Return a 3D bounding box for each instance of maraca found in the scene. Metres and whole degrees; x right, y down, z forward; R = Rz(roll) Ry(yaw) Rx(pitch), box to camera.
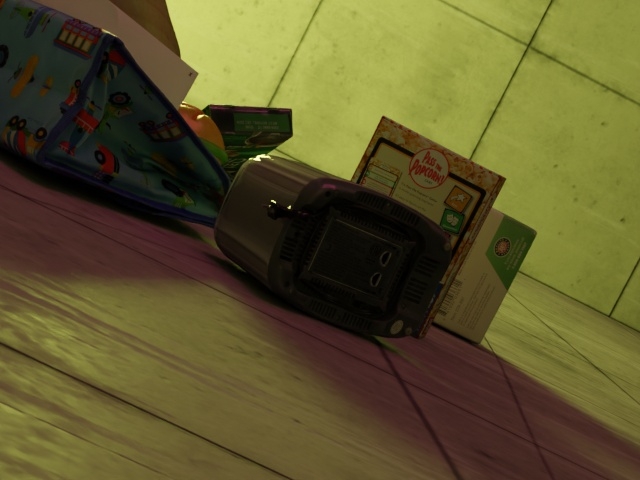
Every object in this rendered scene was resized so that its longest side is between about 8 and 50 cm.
[{"bbox_3d":[-0.188,-0.114,1.832,0.185,0.099,0.127,8,-15,41],"label":"maraca"}]

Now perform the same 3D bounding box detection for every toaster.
[{"bbox_3d":[0.000,0.000,1.488,0.227,0.129,0.146,21,4,-36],"label":"toaster"}]

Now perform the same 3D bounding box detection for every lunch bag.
[{"bbox_3d":[-0.215,-0.110,1.572,0.221,0.138,0.293,26,-6,39],"label":"lunch bag"}]

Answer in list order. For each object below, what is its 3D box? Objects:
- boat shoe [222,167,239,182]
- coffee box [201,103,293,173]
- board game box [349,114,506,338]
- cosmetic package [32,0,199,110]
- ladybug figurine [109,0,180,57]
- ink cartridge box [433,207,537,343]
[{"bbox_3d":[-0.101,-0.064,2.013,0.056,0.049,0.152,31,7,29],"label":"boat shoe"},{"bbox_3d":[-0.118,-0.123,1.956,0.113,0.040,0.184,1,-13,-26],"label":"coffee box"},{"bbox_3d":[0.089,-0.015,1.690,0.146,0.193,0.045,29,5,12],"label":"board game box"},{"bbox_3d":[-0.249,-0.213,1.630,0.239,0.060,0.099,38,-27,-24],"label":"cosmetic package"},{"bbox_3d":[-0.274,-0.293,1.844,0.449,0.161,0.305,92,-23,-79],"label":"ladybug figurine"},{"bbox_3d":[0.123,0.005,1.885,0.212,0.154,0.093,26,5,-12],"label":"ink cartridge box"}]
